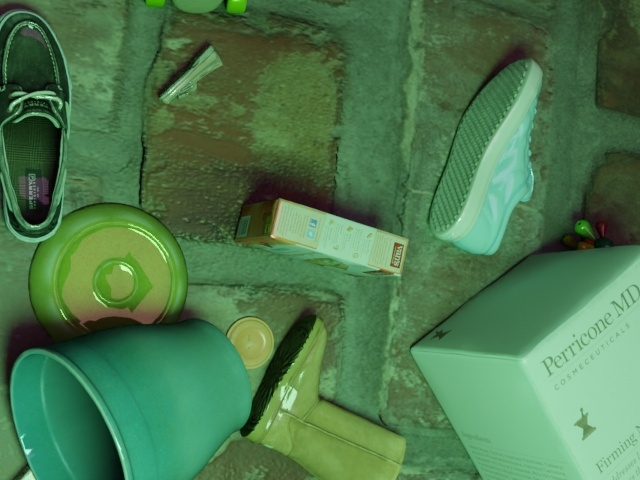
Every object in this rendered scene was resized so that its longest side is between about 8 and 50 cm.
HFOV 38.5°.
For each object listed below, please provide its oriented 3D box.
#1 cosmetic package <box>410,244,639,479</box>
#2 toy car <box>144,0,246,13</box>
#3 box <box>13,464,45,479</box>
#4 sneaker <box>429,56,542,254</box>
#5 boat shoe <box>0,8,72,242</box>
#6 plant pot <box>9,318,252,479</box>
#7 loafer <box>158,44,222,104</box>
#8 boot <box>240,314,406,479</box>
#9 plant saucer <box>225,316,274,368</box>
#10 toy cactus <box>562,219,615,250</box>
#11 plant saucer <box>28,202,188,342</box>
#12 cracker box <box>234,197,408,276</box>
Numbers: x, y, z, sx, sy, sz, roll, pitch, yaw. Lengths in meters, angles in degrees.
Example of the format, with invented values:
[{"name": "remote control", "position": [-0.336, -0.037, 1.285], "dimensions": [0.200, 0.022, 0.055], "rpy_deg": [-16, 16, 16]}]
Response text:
[{"name": "cosmetic package", "position": [0.433, 0.262, 1.554], "dimensions": [0.329, 0.327, 0.393], "rpy_deg": [-35, 101, -23]}, {"name": "toy car", "position": [-0.187, -0.458, 1.400], "dimensions": [0.155, 0.149, 0.188], "rpy_deg": [1, 76, -16]}, {"name": "box", "position": [-0.381, 0.432, 1.310], "dimensions": [0.207, 0.036, 0.114], "rpy_deg": [48, 70, -16]}, {"name": "sneaker", "position": [0.323, -0.143, 1.640], "dimensions": [0.150, 0.135, 0.366], "rpy_deg": [29, 84, -30]}, {"name": "boat shoe", "position": [-0.397, -0.167, 1.284], "dimensions": [0.121, 0.119, 0.335], "rpy_deg": [-6, 88, -25]}, {"name": "plant pot", "position": [-0.244, 0.231, 1.269], "dimensions": [0.255, 0.272, 0.271], "rpy_deg": [-23, 98, -42]}, {"name": "loafer", "position": [-0.199, -0.252, 1.430], "dimensions": [0.039, 0.045, 0.125], "rpy_deg": [48, 66, -23]}, {"name": "boot", "position": [0.030, 0.280, 1.495], "dimensions": [0.269, 0.089, 0.236], "rpy_deg": [32, 85, -21]}, {"name": "plant saucer", "position": [-0.113, 0.164, 1.466], "dimensions": [0.083, 0.013, 0.083], "rpy_deg": [2, 86, -26]}, {"name": "toy cactus", "position": [0.547, 0.058, 1.710], "dimensions": [0.112, 0.180, 0.219], "rpy_deg": [-21, 102, -45]}, {"name": "plant saucer", "position": [-0.308, 0.062, 1.364], "dimensions": [0.241, 0.037, 0.241], "rpy_deg": [2, 86, -26]}, {"name": "cracker box", "position": [0.000, 0.000, 1.450], "dimensions": [0.232, 0.156, 0.067], "rpy_deg": [16, 81, -24]}]
